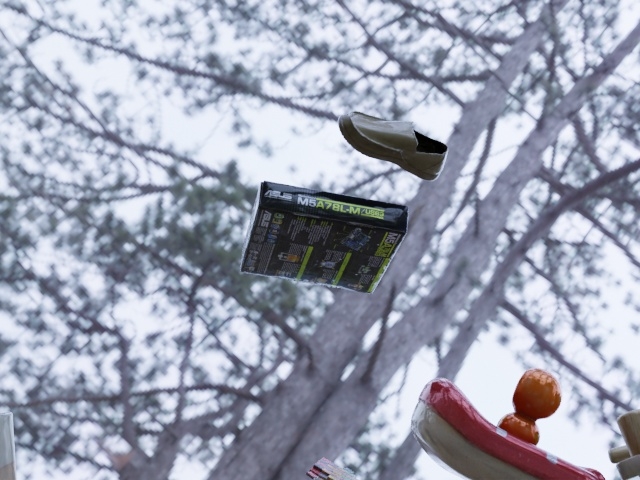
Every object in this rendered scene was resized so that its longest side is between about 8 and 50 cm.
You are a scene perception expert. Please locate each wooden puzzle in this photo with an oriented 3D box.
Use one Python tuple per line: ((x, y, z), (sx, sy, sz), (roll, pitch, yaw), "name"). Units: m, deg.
((0.017, 0.245, 1.147), (0.049, 0.083, 0.006), (27, -82, 13), "wooden puzzle")

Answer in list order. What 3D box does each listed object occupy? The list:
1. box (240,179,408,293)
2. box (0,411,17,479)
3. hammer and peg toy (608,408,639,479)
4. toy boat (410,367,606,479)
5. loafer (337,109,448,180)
((0.000, 0.000, 1.391), (0.184, 0.045, 0.190), (8, -27, -7), "box")
((-0.453, 0.374, 1.368), (0.148, 0.121, 0.311), (-12, -98, 53), "box")
((0.495, 0.261, 1.358), (0.361, 0.266, 0.127), (42, 27, -65), "hammer and peg toy")
((0.222, 0.214, 1.240), (0.231, 0.151, 0.151), (26, -10, 0), "toy boat")
((0.089, -0.121, 1.302), (0.148, 0.056, 0.050), (21, -51, -25), "loafer")
